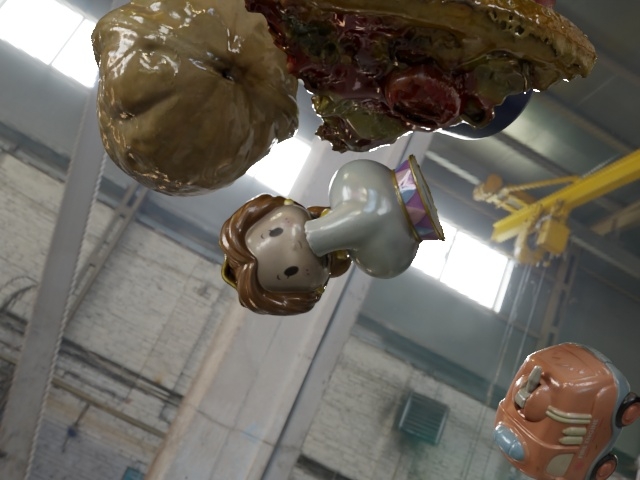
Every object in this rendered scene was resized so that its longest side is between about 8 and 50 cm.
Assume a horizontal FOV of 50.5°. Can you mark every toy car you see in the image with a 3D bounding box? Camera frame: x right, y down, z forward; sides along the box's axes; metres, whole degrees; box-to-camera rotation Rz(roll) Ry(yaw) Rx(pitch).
[{"bbox_3d":[0.422,0.320,1.233,0.213,0.270,0.180,2,23,-28],"label":"toy car"}]

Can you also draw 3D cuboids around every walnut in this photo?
[{"bbox_3d":[-0.201,-0.246,1.099,0.381,0.381,0.381,21,-24,10],"label":"walnut"}]

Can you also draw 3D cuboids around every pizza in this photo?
[{"bbox_3d":[0.100,-0.206,0.937,0.440,0.130,0.406,12,-23,-8],"label":"pizza"}]

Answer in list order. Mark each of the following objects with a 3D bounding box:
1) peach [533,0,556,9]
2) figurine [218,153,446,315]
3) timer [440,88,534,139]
[{"bbox_3d":[0.392,-0.513,1.425,0.190,0.192,0.190,28,-17,9],"label":"peach"},{"bbox_3d":[0.000,0.000,0.763,0.263,0.142,0.189,-22,-8,16],"label":"figurine"},{"bbox_3d":[0.171,-0.316,1.188,0.384,0.270,0.270,-6,0,-41],"label":"timer"}]
